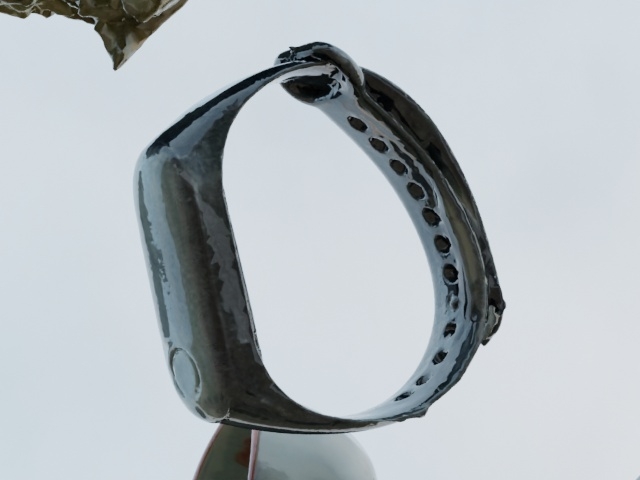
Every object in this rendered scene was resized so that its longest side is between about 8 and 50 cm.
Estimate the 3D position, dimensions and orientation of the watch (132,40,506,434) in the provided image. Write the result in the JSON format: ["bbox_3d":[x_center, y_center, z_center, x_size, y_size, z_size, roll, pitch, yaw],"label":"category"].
[{"bbox_3d":[0.000,0.000,1.048,0.193,0.068,0.206,-15,-86,-33],"label":"watch"}]

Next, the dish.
[{"bbox_3d":[-0.026,0.231,1.304,0.117,0.256,0.256,14,-58,-12],"label":"dish"}]

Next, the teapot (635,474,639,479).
[{"bbox_3d":[0.367,0.165,1.685,0.294,0.129,0.193,-36,-105,34],"label":"teapot"}]

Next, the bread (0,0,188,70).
[{"bbox_3d":[-0.162,-0.233,1.137,0.314,0.370,0.191,40,-18,14],"label":"bread"}]
